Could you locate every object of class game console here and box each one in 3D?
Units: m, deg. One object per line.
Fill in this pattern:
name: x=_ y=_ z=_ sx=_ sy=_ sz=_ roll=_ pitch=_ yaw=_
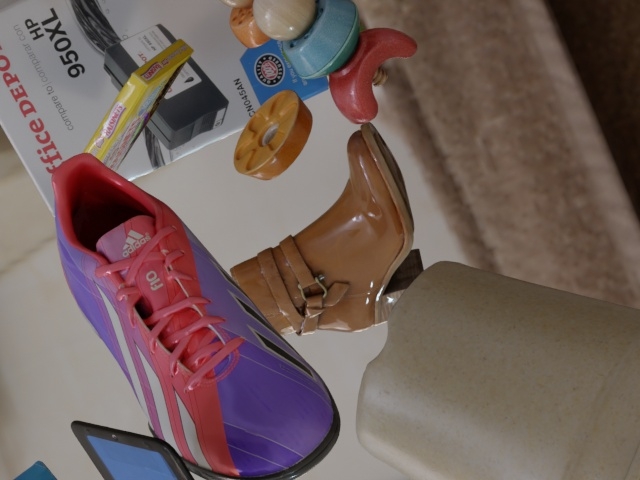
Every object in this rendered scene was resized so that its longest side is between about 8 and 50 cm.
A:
game console: x=-0.108 y=0.170 z=0.916 sx=0.071 sy=0.107 sz=0.122 roll=26 pitch=166 yaw=-32

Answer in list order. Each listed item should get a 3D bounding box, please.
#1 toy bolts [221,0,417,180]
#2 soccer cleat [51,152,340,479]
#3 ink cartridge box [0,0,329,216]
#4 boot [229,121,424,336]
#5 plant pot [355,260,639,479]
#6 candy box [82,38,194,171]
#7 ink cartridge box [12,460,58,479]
toy bolts: x=-0.043 y=-0.183 z=1.572 sx=0.228 sy=0.158 sz=0.218 roll=13 pitch=-109 yaw=60
soccer cleat: x=-0.098 y=0.049 z=1.058 sx=0.109 sy=0.116 sz=0.318 roll=-31 pitch=-141 yaw=-13
ink cartridge box: x=-0.229 y=-0.250 z=1.991 sx=0.395 sy=0.285 sz=0.166 roll=-25 pitch=-150 yaw=-1
boot: x=0.000 y=0.000 z=1.840 sx=0.220 sy=0.109 sz=0.283 roll=-12 pitch=136 yaw=3
plant pot: x=0.217 y=0.173 z=1.622 sx=0.305 sy=0.334 sz=0.334 roll=23 pitch=-167 yaw=22
candy box: x=-0.217 y=-0.129 z=1.760 sx=0.206 sy=0.027 sz=0.105 roll=-52 pitch=175 yaw=38
ink cartridge box: x=-0.335 y=0.427 z=1.933 sx=0.168 sy=0.232 sz=0.171 roll=-36 pitch=163 yaw=-24
